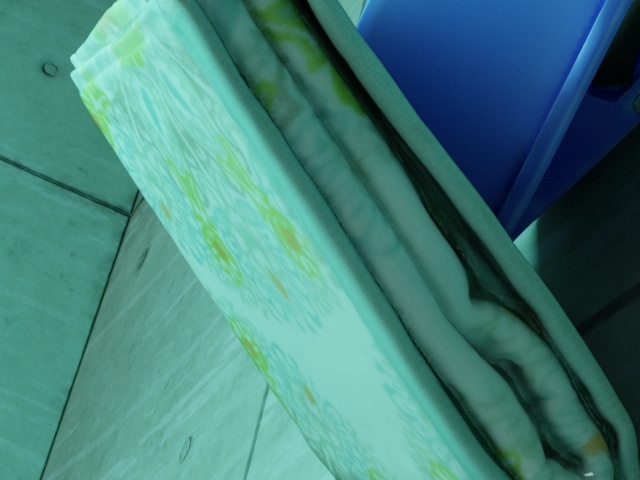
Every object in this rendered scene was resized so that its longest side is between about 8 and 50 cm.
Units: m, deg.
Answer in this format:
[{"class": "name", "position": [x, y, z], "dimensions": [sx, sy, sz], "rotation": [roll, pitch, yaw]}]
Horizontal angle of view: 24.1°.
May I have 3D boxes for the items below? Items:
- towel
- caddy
[{"class": "towel", "position": [0.000, 0.000, 0.855], "dimensions": [0.090, 0.374, 0.320], "rotation": [-34, 6, -15]}, {"class": "caddy", "position": [0.142, -0.151, 0.899], "dimensions": [0.341, 0.179, 0.241], "rotation": [-66, -7, 25]}]
